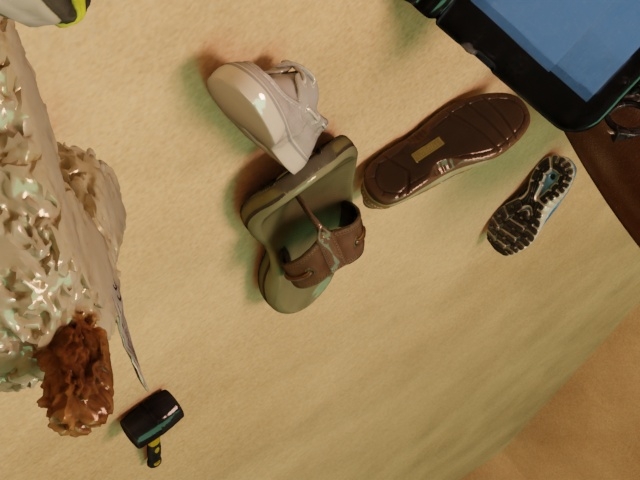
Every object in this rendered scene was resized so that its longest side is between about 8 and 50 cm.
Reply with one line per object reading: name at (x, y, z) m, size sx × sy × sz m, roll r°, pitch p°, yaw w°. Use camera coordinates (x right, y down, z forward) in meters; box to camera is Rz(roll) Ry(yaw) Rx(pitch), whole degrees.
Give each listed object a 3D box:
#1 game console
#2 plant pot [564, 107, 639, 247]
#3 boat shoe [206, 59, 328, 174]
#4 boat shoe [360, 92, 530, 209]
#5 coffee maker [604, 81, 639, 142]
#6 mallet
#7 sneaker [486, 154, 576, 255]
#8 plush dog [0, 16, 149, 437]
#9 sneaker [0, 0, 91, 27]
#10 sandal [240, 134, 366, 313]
game console at (0.187, -0.239, 0.817) m, size 0.293 × 0.173 × 0.250 m, roll -49°, pitch 159°, yaw 18°
plant pot at (0.344, -0.131, 1.246) m, size 0.215 × 0.230 × 0.215 m, roll -36°, pitch 159°, yaw -16°
boat shoe at (-0.029, -0.100, 0.873) m, size 0.063 × 0.066 × 0.184 m, roll -51°, pitch 160°, yaw -3°
boat shoe at (0.119, -0.088, 1.185) m, size 0.190 × 0.068 × 0.072 m, roll -25°, pitch 169°, yaw -15°
coffee maker at (0.291, -0.215, 1.064) m, size 0.120 × 0.171 × 0.178 m, roll -17°, pitch 151°, yaw -16°
mallet at (-0.189, 0.220, 1.288) m, size 0.062 × 0.039 × 0.190 m, roll -32°, pitch 162°, yaw -27°
sneaker at (0.287, -0.043, 1.574) m, size 0.162 × 0.063 × 0.073 m, roll -50°, pitch 162°, yaw 24°
plush dog at (-0.229, 0.026, 0.624) m, size 0.225 × 0.211 × 0.262 m, roll -14°, pitch 157°, yaw 2°
sneaker at (-0.178, -0.159, 0.319) m, size 0.147 × 0.145 × 0.385 m, roll -2°, pitch 161°, yaw 6°
sandal at (0.001, 0.000, 1.095) m, size 0.120 × 0.086 × 0.303 m, roll -37°, pitch 160°, yaw -13°
